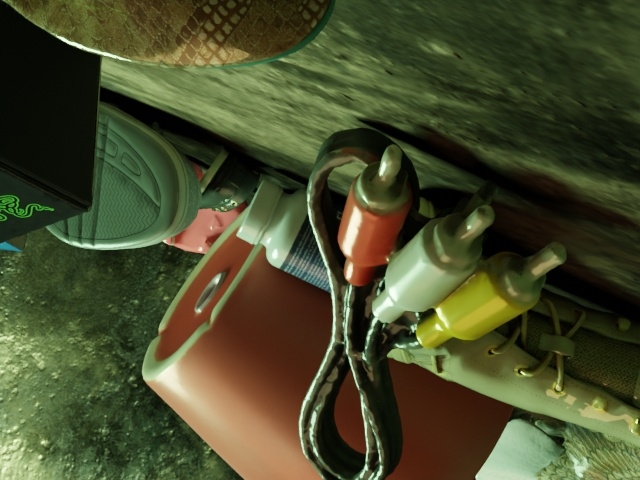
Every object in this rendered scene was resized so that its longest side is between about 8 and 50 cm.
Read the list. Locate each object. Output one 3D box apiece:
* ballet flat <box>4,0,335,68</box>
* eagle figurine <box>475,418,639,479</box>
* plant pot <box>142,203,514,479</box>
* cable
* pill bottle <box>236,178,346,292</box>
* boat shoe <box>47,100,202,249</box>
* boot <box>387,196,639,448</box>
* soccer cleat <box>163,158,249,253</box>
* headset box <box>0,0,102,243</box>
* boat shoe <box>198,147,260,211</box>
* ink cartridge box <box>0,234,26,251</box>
[{"bbox_3d":[-0.087,-0.108,0.508,0.206,0.073,0.067,18,157,34],"label":"ballet flat"},{"bbox_3d":[0.310,0.230,1.446,0.226,0.225,0.298,38,-178,-21],"label":"eagle figurine"},{"bbox_3d":[0.000,0.105,1.323,0.243,0.275,0.275,35,173,-13],"label":"plant pot"},{"bbox_3d":[0.021,0.049,0.863,0.139,0.072,0.287,34,134,5],"label":"cable"},{"bbox_3d":[0.000,0.000,1.191,0.120,0.067,0.067,26,175,-4],"label":"pill bottle"},{"bbox_3d":[-0.196,-0.063,1.287,0.103,0.118,0.320,-6,-169,-41],"label":"boat shoe"},{"bbox_3d":[0.135,0.060,1.000,0.203,0.095,0.262,20,167,9],"label":"boot"},{"bbox_3d":[-0.161,-0.057,1.449,0.248,0.083,0.095,19,-159,18],"label":"soccer cleat"},{"bbox_3d":[-0.281,-0.080,0.791,0.283,0.131,0.246,-18,149,31],"label":"headset box"},{"bbox_3d":[-0.078,-0.042,1.250,0.042,0.049,0.133,34,170,-7],"label":"boat shoe"},{"bbox_3d":[-0.291,-0.081,1.027,0.203,0.148,0.086,7,175,-1],"label":"ink cartridge box"}]
